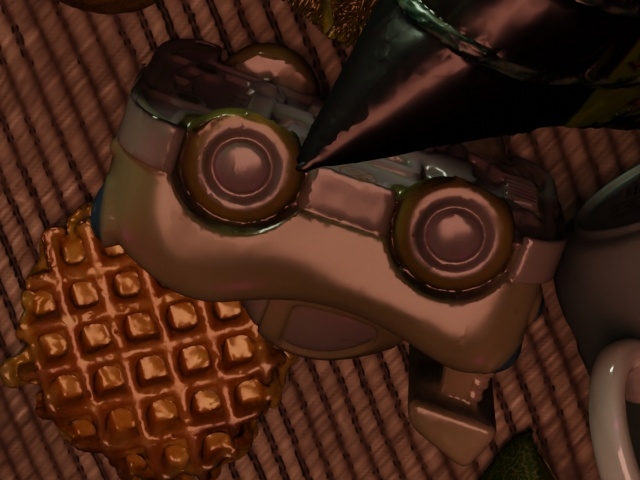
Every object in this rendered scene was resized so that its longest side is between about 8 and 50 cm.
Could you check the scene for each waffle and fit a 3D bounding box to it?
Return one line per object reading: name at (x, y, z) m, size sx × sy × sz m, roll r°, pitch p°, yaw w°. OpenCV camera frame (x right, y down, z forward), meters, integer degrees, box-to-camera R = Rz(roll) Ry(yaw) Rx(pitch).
waffle at (-0.141, 0.084, 1.526) m, size 0.238 × 0.059 × 0.243 m, roll 27°, pitch 104°, yaw -1°

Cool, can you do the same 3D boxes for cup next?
cup at (0.297, 0.090, 1.345) m, size 0.259 × 0.356 × 0.274 m, roll -17°, pitch 104°, yaw 45°

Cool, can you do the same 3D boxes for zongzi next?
zongzi at (0.140, -0.187, 1.220) m, size 0.319 × 0.362 × 0.383 m, roll 43°, pitch 140°, yaw 32°

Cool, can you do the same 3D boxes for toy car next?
toy car at (0.000, 0.000, 1.394) m, size 0.336 × 0.242 × 0.226 m, roll 17°, pitch 110°, yaw -3°

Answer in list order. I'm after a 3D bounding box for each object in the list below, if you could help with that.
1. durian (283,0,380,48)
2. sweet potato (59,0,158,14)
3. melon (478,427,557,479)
durian at (0.028, -0.240, 1.365) m, size 0.159 × 0.146 × 0.198 m, roll -9°, pitch 123°, yaw 42°
sweet potato at (-0.126, -0.233, 1.424) m, size 0.233 × 0.062 × 0.081 m, roll -31°, pitch 83°, yaw 15°
melon at (0.186, 0.314, 1.505) m, size 0.129 × 0.169 × 0.265 m, roll -28°, pitch 101°, yaw 13°
